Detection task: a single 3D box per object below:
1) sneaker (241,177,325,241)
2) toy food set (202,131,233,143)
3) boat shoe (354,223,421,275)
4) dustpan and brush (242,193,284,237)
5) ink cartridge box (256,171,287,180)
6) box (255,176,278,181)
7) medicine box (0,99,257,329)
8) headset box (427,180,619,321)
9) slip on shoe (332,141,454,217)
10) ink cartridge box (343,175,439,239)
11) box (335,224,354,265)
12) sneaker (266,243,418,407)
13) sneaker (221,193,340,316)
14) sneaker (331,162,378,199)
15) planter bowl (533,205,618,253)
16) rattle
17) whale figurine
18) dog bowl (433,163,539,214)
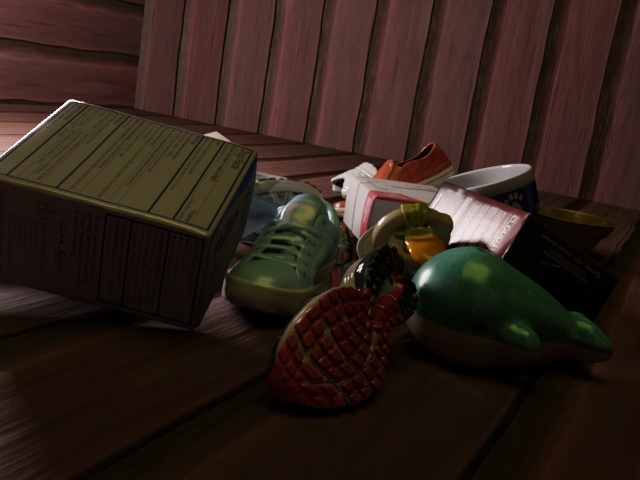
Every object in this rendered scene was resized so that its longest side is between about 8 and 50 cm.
[{"bbox_3d":[-0.118,-0.054,1.499,0.283,0.122,0.110,2,-8,-32],"label":"sneaker"},{"bbox_3d":[-0.309,-0.168,1.885,0.220,0.092,0.306,-17,26,-19],"label":"toy food set"},{"bbox_3d":[0.186,0.007,1.479,0.303,0.114,0.091,-7,-6,-26],"label":"boat shoe"},{"bbox_3d":[-0.179,-0.027,1.265,0.147,0.211,0.060,22,35,-51],"label":"dustpan and brush"},{"bbox_3d":[-0.160,-0.123,1.907,0.109,0.062,0.209,12,13,10],"label":"ink cartridge box"},{"bbox_3d":[-0.103,-0.081,1.649,0.137,0.072,0.126,7,-10,-12],"label":"box"},{"bbox_3d":[-0.256,-0.044,1.046,0.289,0.149,0.263,16,30,1],"label":"medicine box"},{"bbox_3d":[0.319,0.025,1.289,0.218,0.110,0.293,31,2,-24],"label":"headset box"},{"bbox_3d":[0.165,-0.141,1.912,0.331,0.101,0.123,-26,10,-12],"label":"slip on shoe"},{"bbox_3d":[0.175,-0.054,1.706,0.207,0.117,0.283,7,12,-9],"label":"ink cartridge box"},{"bbox_3d":[0.000,0.000,1.518,0.114,0.036,0.207,9,12,-4],"label":"box"},{"bbox_3d":[0.019,0.107,0.907,0.112,0.121,0.299,-25,6,29],"label":"sneaker"},{"bbox_3d":[-0.052,0.006,1.177,0.135,0.150,0.366,10,12,7],"label":"sneaker"},{"bbox_3d":[0.134,-0.122,2.100,0.129,0.111,0.297,-18,22,-21],"label":"sneaker"},{"bbox_3d":[0.603,-0.018,1.925,0.217,0.090,0.217,8,12,-2],"label":"planter bowl"},{"bbox_3d":[0.135,0.049,1.242,0.130,0.199,0.142,5,46,-37],"label":"rattle"},{"bbox_3d":[0.248,0.088,1.040,0.272,0.141,0.216,10,11,-4],"label":"whale figurine"},{"bbox_3d":[0.389,-0.103,1.910,0.265,0.104,0.265,-14,11,3],"label":"dog bowl"}]
